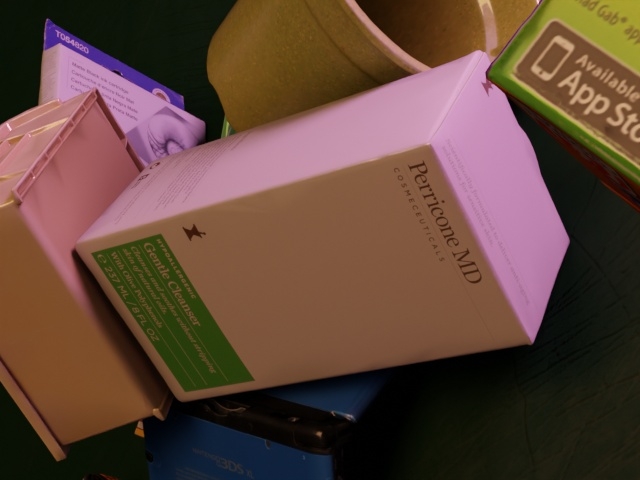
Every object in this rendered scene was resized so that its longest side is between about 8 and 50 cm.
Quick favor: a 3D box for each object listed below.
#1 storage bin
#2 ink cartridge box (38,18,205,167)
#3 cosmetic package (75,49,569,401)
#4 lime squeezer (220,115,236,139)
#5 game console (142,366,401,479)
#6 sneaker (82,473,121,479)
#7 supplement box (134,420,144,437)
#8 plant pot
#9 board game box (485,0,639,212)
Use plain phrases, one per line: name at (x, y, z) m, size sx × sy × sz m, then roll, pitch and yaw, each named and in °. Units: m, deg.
storage bin at (-0.235, 0.019, 1.096) m, size 0.123 × 0.262 × 0.260 m, roll -20°, pitch 25°, yaw 18°
ink cartridge box at (-0.228, -0.136, 1.317) m, size 0.045 × 0.223 × 0.224 m, roll -29°, pitch 52°, yaw 34°
cosmetic package at (0.000, 0.000, 0.960) m, size 0.365 × 0.197 × 0.155 m, roll -15°, pitch 27°, yaw 35°
lime squeezer at (-0.064, -0.186, 1.316) m, size 0.110 × 0.059 × 0.310 m, roll 36°, pitch 96°, yaw 19°
game console at (-0.028, 0.178, 1.088) m, size 0.293 × 0.173 × 0.250 m, roll 6°, pitch 105°, yaw 49°
sneaker at (-0.214, 0.356, 1.140) m, size 0.121 × 0.099 × 0.262 m, roll -52°, pitch 40°, yaw 20°
supplement box at (-0.157, 0.179, 1.210) m, size 0.055 × 0.043 × 0.083 m, roll 9°, pitch 77°, yaw 49°
plant pot at (0.028, -0.202, 1.079) m, size 0.254 × 0.276 × 0.276 m, roll -34°, pitch 47°, yaw 46°
board game box at (0.361, -0.068, 0.469) m, size 0.356 × 0.356 × 0.356 m, roll 42°, pitch 101°, yaw 28°
